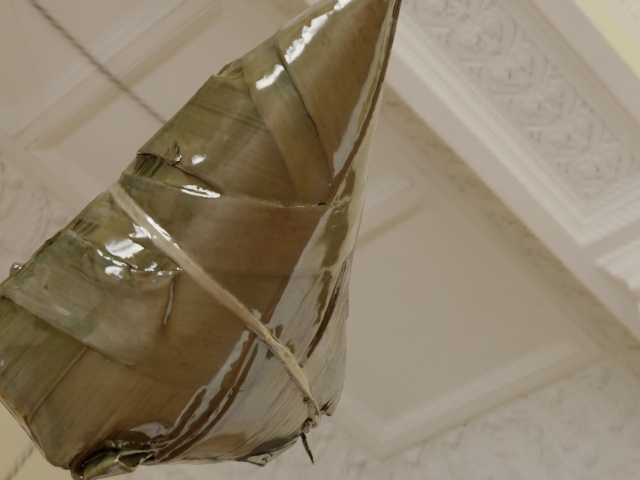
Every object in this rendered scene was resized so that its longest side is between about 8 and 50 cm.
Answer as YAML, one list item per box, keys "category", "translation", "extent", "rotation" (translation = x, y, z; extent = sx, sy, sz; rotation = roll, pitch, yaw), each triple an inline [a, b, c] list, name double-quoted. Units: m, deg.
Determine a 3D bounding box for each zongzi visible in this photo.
- category: "zongzi"
  translation: [0.000, 0.000, 0.424]
  extent: [0.178, 0.081, 0.189]
  rotation: [-48, -23, 11]
